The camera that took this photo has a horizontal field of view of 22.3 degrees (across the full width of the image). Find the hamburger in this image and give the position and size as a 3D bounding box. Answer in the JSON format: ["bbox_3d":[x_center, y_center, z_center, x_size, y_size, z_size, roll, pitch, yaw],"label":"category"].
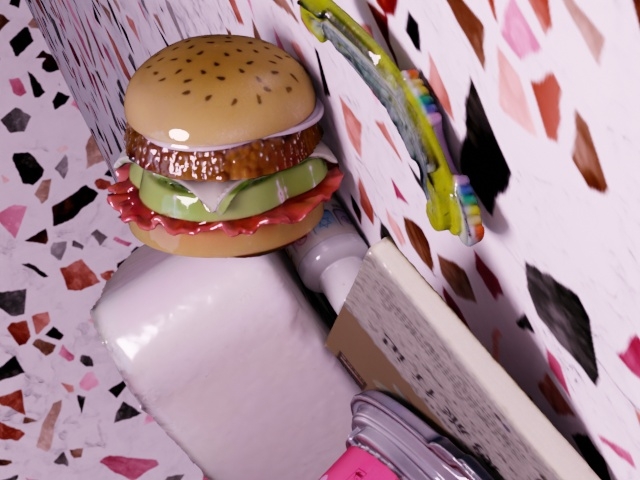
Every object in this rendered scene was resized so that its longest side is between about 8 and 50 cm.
[{"bbox_3d":[-0.069,-0.076,1.170,0.175,0.175,0.137,-130,34,-56],"label":"hamburger"}]

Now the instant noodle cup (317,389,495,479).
[{"bbox_3d":[0.047,0.255,1.111,0.258,0.181,0.302,44,167,31],"label":"instant noodle cup"}]

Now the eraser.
[{"bbox_3d":[-0.060,0.084,1.317,0.331,0.150,0.331,56,-173,-10],"label":"eraser"}]

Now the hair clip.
[{"bbox_3d":[0.044,-0.071,0.915,0.188,0.033,0.060,58,171,21],"label":"hair clip"}]

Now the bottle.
[{"bbox_3d":[0.000,0.000,1.250,0.217,0.060,0.060,59,169,33],"label":"bottle"}]

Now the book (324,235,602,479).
[{"bbox_3d":[0.088,0.117,1.040,0.217,0.021,0.310,49,168,7],"label":"book"}]
